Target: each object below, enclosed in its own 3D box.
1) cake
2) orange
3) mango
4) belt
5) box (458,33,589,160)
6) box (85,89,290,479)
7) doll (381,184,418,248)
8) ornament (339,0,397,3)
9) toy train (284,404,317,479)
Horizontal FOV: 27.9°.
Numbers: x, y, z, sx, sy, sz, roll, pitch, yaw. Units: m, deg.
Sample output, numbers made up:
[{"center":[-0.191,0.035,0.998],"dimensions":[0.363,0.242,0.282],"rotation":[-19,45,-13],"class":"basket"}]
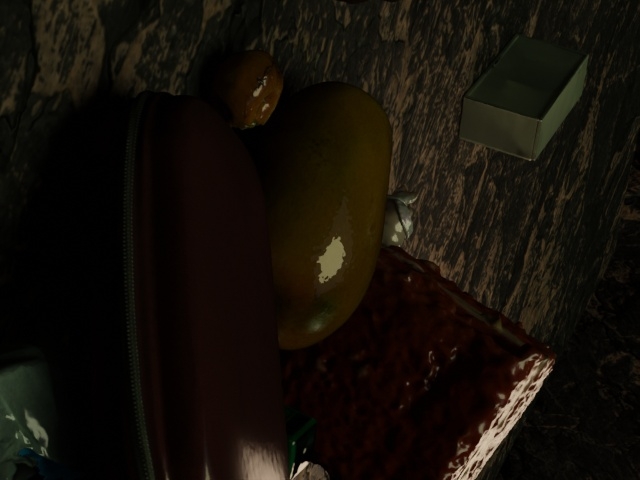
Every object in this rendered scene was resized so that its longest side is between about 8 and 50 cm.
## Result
[{"center":[0.116,0.175,1.638],"dimensions":[0.270,0.269,0.319],"rotation":[-56,163,6],"class":"cake"},{"center":[-0.072,-0.148,1.234],"dimensions":[0.086,0.062,0.086],"rotation":[-52,167,-17],"class":"orange"},{"center":[-0.011,-0.036,1.342],"dimensions":[0.211,0.173,0.317],"rotation":[83,25,-56],"class":"mango"},{"center":[-0.229,0.213,0.993],"dimensions":[0.325,0.122,0.260],"rotation":[33,51,-60],"class":"belt"},{"center":[0.326,-0.230,2.059],"dimensions":[0.225,0.129,0.086],"rotation":[-49,151,-44],"class":"box"},{"center":[-0.108,0.078,1.068],"dimensions":[0.263,0.108,0.404],"rotation":[53,29,-65],"class":"box"},{"center":[0.080,-0.026,1.716],"dimensions":[0.084,0.073,0.127],"rotation":[37,78,-39],"class":"doll"},{"center":[0.021,-0.352,1.120],"dimensions":[0.235,0.221,0.217],"rotation":[-20,-136,62],"class":"ornament"},{"center":[-0.091,0.229,1.417],"dimensions":[0.228,0.136,0.091],"rotation":[-37,142,-59],"class":"toy train"}]
